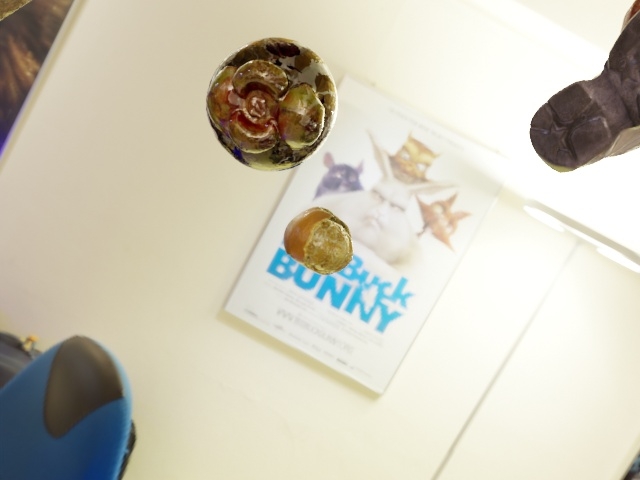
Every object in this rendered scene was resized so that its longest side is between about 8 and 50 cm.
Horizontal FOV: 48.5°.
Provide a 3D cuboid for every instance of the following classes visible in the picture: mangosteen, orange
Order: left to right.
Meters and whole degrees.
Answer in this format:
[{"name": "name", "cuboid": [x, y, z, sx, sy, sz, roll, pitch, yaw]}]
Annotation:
[{"name": "mangosteen", "cuboid": [-0.074, -0.196, 1.035, 0.210, 0.210, 0.210, 29, 6, -4]}, {"name": "orange", "cuboid": [0.000, 0.000, 1.456, 0.156, 0.134, 0.156, 17, -1, 0]}]

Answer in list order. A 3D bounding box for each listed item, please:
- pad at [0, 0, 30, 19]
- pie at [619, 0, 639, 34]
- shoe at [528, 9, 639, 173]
[{"name": "pad", "cuboid": [-0.129, -0.207, 0.365, 0.002, 0.266, 0.176, 57, -1, 10]}, {"name": "pie", "cuboid": [0.427, -0.235, 0.868, 0.154, 0.154, 0.036, 27, -7, -20]}, {"name": "shoe", "cuboid": [0.315, -0.149, 0.648, 0.137, 0.245, 0.095, -19, 75, -33]}]
